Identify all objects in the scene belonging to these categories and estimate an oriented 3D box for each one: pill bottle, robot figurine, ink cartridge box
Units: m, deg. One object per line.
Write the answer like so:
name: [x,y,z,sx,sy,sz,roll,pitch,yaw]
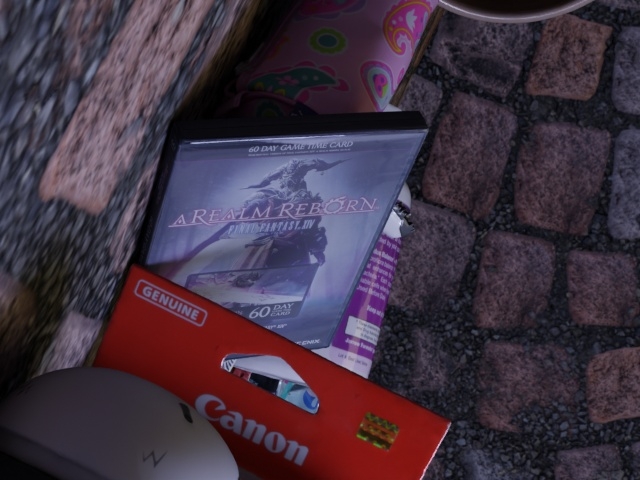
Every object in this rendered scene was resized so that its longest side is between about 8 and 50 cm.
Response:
pill bottle: [0.000,0.000,1.434,0.169,0.169,0.302,87,18,-82]
robot figurine: [-0.158,0.212,0.804,0.278,0.209,0.173,-62,162,-16]
ink cartridge box: [-0.073,0.184,1.027,0.239,0.275,0.060,-66,176,21]

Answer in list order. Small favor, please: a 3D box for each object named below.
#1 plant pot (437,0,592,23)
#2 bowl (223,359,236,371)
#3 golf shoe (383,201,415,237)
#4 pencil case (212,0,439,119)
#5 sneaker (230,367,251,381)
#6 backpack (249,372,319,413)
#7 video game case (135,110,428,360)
plant pot: [0.188,-0.381,1.309,0.263,0.263,0.229,112,-12,-46]
bowl: [-0.103,0.060,1.266,0.170,0.080,0.170,-63,176,-8]
golf shoe: [0.001,-0.046,1.311,0.094,0.198,0.077,-52,-157,5]
pencil case: [0.018,-0.169,1.124,0.284,0.124,0.124,-61,175,-32]
sneaker: [-0.152,0.186,1.518,0.225,0.088,0.093,-54,180,0]
backpack: [-0.073,0.179,1.789,0.253,0.191,0.225,-60,180,40]
video game case: [-0.047,0.006,1.068,0.274,0.196,0.026,113,-36,-46]
